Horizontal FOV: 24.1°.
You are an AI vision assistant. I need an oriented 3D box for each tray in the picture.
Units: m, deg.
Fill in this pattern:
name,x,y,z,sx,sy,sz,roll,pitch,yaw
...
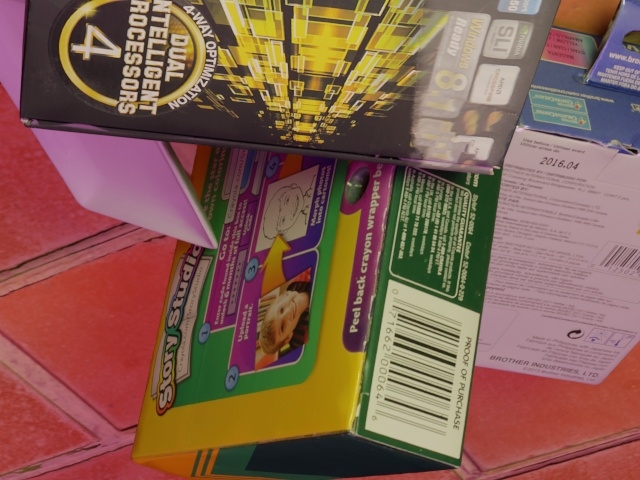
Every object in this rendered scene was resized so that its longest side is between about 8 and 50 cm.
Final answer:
name,x,y,z,sx,sy,sz,roll,pitch,yaw
tray,-0.169,-0.097,1.123,0.145,0.030,0.270,18,152,29

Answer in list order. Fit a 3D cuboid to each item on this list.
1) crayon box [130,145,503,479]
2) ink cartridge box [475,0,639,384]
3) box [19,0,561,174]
name,x,y,z,sx,sy,sz,roll,pitch,yaw
crayon box,0.000,0.000,1.167,0.106,0.362,0.313,21,158,-29
ink cartridge box,0.229,-0.044,1.378,0.270,0.151,0.395,10,141,-19
box,-0.003,-0.223,0.861,0.318,0.097,0.395,5,133,-12
